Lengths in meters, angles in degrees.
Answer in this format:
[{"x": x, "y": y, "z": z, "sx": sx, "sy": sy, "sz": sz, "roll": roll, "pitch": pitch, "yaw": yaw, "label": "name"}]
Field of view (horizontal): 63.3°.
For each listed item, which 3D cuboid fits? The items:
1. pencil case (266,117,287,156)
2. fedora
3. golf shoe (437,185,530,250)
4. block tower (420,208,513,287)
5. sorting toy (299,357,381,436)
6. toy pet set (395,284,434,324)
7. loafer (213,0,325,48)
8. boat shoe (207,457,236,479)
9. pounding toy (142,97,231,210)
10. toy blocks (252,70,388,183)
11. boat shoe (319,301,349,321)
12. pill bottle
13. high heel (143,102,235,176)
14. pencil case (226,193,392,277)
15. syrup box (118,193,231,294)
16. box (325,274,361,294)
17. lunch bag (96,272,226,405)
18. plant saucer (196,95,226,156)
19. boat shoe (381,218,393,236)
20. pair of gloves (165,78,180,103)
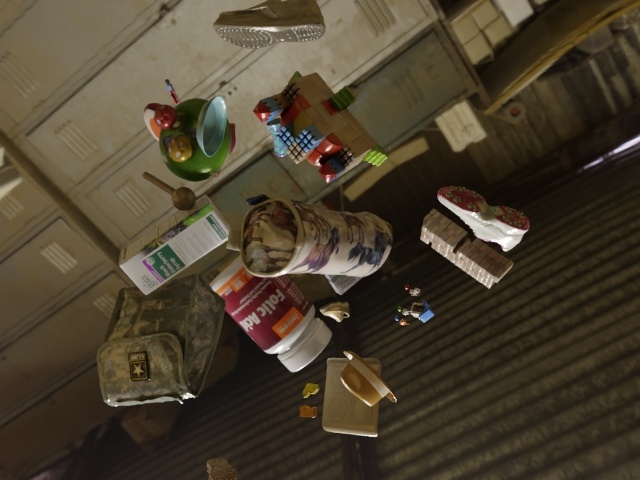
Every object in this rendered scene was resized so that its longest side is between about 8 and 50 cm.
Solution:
[{"x": -0.161, "y": -0.398, "z": 1.997, "sx": 0.070, "sy": 0.152, "sz": 0.065, "roll": -6, "pitch": -136, "yaw": 9, "label": "pencil case"}, {"x": 0.116, "y": 0.386, "z": 1.411, "sx": 0.079, "sy": 0.194, "sz": 0.194, "roll": -44, "pitch": -161, "yaw": -13, "label": "fedora"}, {"x": 0.510, "y": -0.069, "z": 1.685, "sx": 0.115, "sy": 0.306, "sz": 0.140, "roll": -40, "pitch": 151, "yaw": -39, "label": "golf shoe"}, {"x": 0.501, "y": 0.030, "z": 1.830, "sx": 0.091, "sy": 0.097, "sz": 0.335, "roll": -41, "pitch": -118, "yaw": -20, "label": "block tower"}, {"x": 0.065, "y": 0.497, "z": 1.671, "sx": 0.307, "sy": 0.041, "sz": 0.229, "roll": -10, "pitch": -111, "yaw": 39, "label": "sorting toy"}, {"x": 0.304, "y": 0.217, "z": 1.637, "sx": 0.065, "sy": 0.114, "sz": 0.122, "roll": 2, "pitch": -118, "yaw": 42, "label": "toy pet set"}, {"x": -0.120, "y": -0.522, "z": 1.231, "sx": 0.268, "sy": 0.092, "sz": 0.102, "roll": 1, "pitch": 171, "yaw": 5, "label": "loafer"}, {"x": -0.226, "y": 0.550, "z": 1.189, "sx": 0.062, "sy": 0.059, "sz": 0.170, "roll": -1, "pitch": 174, "yaw": -17, "label": "boat shoe"}, {"x": -0.309, "y": -0.200, "z": 1.113, "sx": 0.237, "sy": 0.183, "sz": 0.110, "roll": -59, "pitch": 159, "yaw": 12, "label": "pounding toy"}, {"x": -0.014, "y": -0.316, "z": 1.481, "sx": 0.190, "sy": 0.381, "sz": 0.261, "roll": -41, "pitch": 178, "yaw": 42, "label": "toy blocks"}, {"x": 0.065, "y": 0.278, "z": 2.010, "sx": 0.068, "sy": 0.072, "sz": 0.190, "roll": -25, "pitch": 165, "yaw": 29, "label": "boat shoe"}, {"x": -0.160, "y": 0.222, "z": 1.689, "sx": 0.224, "sy": 0.392, "sz": 0.224, "roll": -42, "pitch": -174, "yaw": 5, "label": "pill bottle"}, {"x": -0.351, "y": -0.327, "z": 1.438, "sx": 0.377, "sy": 0.127, "sz": 0.181, "roll": 54, "pitch": 52, "yaw": -71, "label": "high heel"}, {"x": 0.000, "y": 0.000, "z": 1.125, "sx": 0.183, "sy": 0.160, "sz": 0.410, "roll": 17, "pitch": -174, "yaw": 33, "label": "pencil case"}, {"x": -0.323, "y": 0.007, "z": 1.162, "sx": 0.236, "sy": 0.093, "sz": 0.096, "roll": -35, "pitch": -154, "yaw": -4, "label": "syrup box"}, {"x": 0.059, "y": 0.038, "z": 1.479, "sx": 0.145, "sy": 0.186, "sz": 0.038, "roll": -38, "pitch": -160, "yaw": -14, "label": "box"}, {"x": -0.380, "y": 0.245, "z": 1.229, "sx": 0.235, "sy": 0.169, "sz": 0.287, "roll": -11, "pitch": -130, "yaw": 18, "label": "lunch bag"}, {"x": -0.216, "y": -0.226, "z": 1.019, "sx": 0.119, "sy": 0.021, "sz": 0.119, "roll": 14, "pitch": 90, "yaw": -84, "label": "plant saucer"}, {"x": 0.088, "y": -0.019, "z": 1.820, "sx": 0.323, "sy": 0.123, "sz": 0.120, "roll": 4, "pitch": -158, "yaw": 21, "label": "boat shoe"}, {"x": -0.494, "y": -0.466, "z": 1.828, "sx": 0.023, "sy": 0.198, "sz": 0.159, "roll": -25, "pitch": -147, "yaw": -5, "label": "pair of gloves"}]
